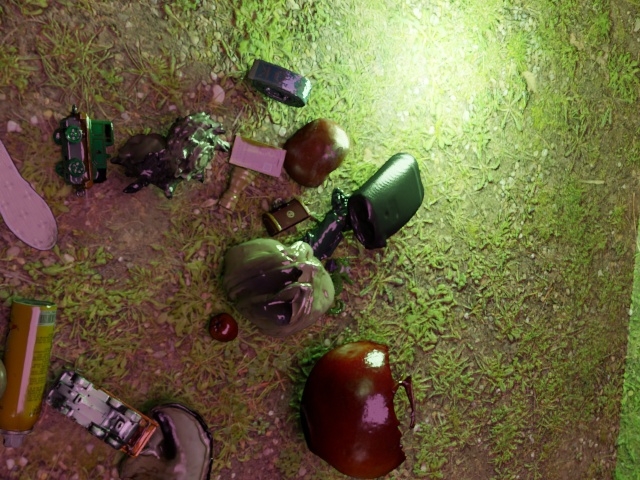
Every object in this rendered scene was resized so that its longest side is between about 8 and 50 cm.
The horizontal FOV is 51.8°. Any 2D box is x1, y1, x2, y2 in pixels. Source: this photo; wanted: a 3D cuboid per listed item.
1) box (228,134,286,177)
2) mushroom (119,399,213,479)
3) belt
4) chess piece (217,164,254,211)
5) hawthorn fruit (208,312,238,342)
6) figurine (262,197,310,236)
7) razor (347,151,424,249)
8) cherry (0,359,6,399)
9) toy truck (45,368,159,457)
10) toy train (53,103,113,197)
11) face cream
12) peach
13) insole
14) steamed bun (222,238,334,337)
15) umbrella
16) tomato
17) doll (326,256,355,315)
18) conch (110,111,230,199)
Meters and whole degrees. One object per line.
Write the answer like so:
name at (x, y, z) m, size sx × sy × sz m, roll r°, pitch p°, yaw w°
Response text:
box at (-0.181, -0.241, 1.896) m, size 0.156 × 0.022 × 0.089 m, roll 14°, pitch 88°, yaw -19°
mushroom at (-0.412, 0.594, 1.782) m, size 0.248 × 0.130 × 0.344 m, roll 0°, pitch 91°, yaw -6°
belt at (-0.110, -0.438, 1.874) m, size 0.163 × 0.147 × 0.082 m, roll 21°, pitch 84°, yaw 14°
chess piece at (-0.243, -0.145, 1.864) m, size 0.066 × 0.066 × 0.122 m, roll 32°, pitch 83°, yaw -29°
hawthorn fruit at (-0.270, 0.252, 1.870) m, size 0.081 × 0.081 × 0.093 m, roll -59°, pitch 148°, yaw -14°
figurine at (-0.099, -0.085, 1.952) m, size 0.154 × 0.082 × 0.098 m, roll -31°, pitch 89°, yaw -26°
razor at (0.214, -0.128, 2.049) m, size 0.349 × 0.113 × 0.204 m, roll -45°, pitch 124°, yaw -45°
cherry at (-0.827, 0.316, 1.452) m, size 0.236 × 0.213 × 0.285 m, roll 29°, pitch 91°, yaw -7°
toy truck at (-0.544, 0.429, 1.645) m, size 0.270 × 0.135 × 0.114 m, roll 34°, pitch 71°, yaw -2°
toy train at (-0.581, -0.223, 1.636) m, size 0.136 × 0.091 × 0.227 m, roll -10°, pitch 98°, yaw -41°
face cream at (-0.713, 0.321, 1.585) m, size 0.105 × 0.105 × 0.348 m, roll 9°, pitch 89°, yaw -31°
peach at (0.096, 0.509, 1.957) m, size 0.310 × 0.335 × 0.405 m, roll -3°, pitch 101°, yaw -10°
insole at (-0.741, -0.115, 1.594) m, size 0.109 × 0.007 × 0.322 m, roll -33°, pitch 110°, yaw -26°
steamed bun at (-0.123, 0.133, 1.822) m, size 0.320 × 0.206 × 0.275 m, roll 10°, pitch 102°, yaw 5°
umbrella at (-0.003, -0.002, 1.996) m, size 0.143 × 0.094 × 0.349 m, roll 46°, pitch 72°, yaw -31°
tomato at (0.005, -0.263, 1.954) m, size 0.181 × 0.155 × 0.214 m, roll 42°, pitch 74°, yaw -22°
doll at (0.054, 0.141, 2.068) m, size 0.115 × 0.050 × 0.190 m, roll 21°, pitch 84°, yaw -24°
conch at (-0.370, -0.218, 1.680) m, size 0.313 × 0.241 × 0.186 m, roll -19°, pitch 87°, yaw -19°
